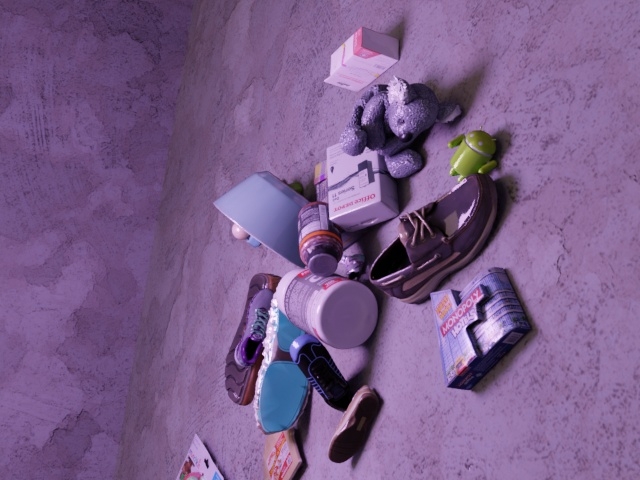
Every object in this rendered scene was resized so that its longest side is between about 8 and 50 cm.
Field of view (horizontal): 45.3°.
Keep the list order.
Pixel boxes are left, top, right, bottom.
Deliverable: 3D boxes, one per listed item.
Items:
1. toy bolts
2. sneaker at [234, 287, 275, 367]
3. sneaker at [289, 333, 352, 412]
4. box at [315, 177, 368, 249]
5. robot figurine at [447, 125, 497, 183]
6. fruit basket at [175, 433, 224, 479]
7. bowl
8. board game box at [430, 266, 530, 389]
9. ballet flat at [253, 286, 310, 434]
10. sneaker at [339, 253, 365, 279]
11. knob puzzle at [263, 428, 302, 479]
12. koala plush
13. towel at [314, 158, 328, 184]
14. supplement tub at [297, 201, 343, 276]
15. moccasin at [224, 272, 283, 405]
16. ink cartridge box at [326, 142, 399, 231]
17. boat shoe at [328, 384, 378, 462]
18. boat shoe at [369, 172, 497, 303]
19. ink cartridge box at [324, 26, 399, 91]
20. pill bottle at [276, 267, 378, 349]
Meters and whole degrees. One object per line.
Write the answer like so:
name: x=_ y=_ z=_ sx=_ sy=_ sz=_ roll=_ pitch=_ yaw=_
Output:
toy bolts: x=-0.184 y=-0.094 z=2.346 sx=0.218 sy=0.158 sz=0.228 roll=33 pitch=108 yaw=62
sneaker: x=-0.162 y=0.236 z=2.065 sx=0.098 sy=0.083 sz=0.223 roll=159 pitch=129 yaw=-73
sneaker: x=0.012 y=0.307 z=1.752 sx=0.081 sy=0.232 sz=0.090 roll=-41 pitch=40 yaw=-9
box: x=0.052 y=-0.094 z=1.998 sx=0.183 sy=0.056 sz=0.231 roll=-38 pitch=46 yaw=51
robot figurine: x=0.303 y=-0.169 z=1.524 sx=0.101 sy=0.067 sz=0.115 roll=48 pitch=125 yaw=27
fruit basket: x=-0.430 y=0.831 z=2.413 sx=0.327 sy=0.165 sz=0.353 roll=28 pitch=101 yaw=63
bowl: x=-0.123 y=-0.077 z=2.117 sx=0.163 sy=0.311 sz=0.311 roll=-54 pitch=29 yaw=3
board game box: x=0.281 y=0.144 z=1.435 sx=0.194 sy=0.060 sz=0.194 roll=-57 pitch=34 yaw=35
ballet flat: x=-0.089 y=0.313 z=2.036 sx=0.147 sy=0.147 sz=0.409 roll=-21 pitch=55 yaw=59
sneaker: x=0.072 y=0.072 z=1.903 sx=0.098 sy=0.038 sz=0.069 roll=-14 pitch=65 yaw=61
knob puzzle: x=-0.103 y=0.569 z=2.031 sx=0.213 sy=0.030 sz=0.213 roll=-35 pitch=49 yaw=54
koala plush: x=0.182 y=-0.279 z=1.688 sx=0.221 sy=0.196 sz=0.203 roll=-25 pitch=46 yaw=62
towel: x=0.006 y=-0.186 z=2.057 sx=0.083 sy=0.009 sz=0.060 roll=-24 pitch=56 yaw=58
supplement tub: x=0.000 y=0.000 z=1.842 sx=0.106 sy=0.106 sz=0.198 roll=-59 pitch=22 yaw=32
moccasin: x=-0.172 y=0.285 z=2.198 sx=0.139 sy=0.147 sz=0.380 roll=0 pitch=74 yaw=48
ink cartridge box: x=0.100 y=-0.143 z=1.839 sx=0.153 sy=0.087 sz=0.208 roll=-20 pitch=58 yaw=31
boat shoe: x=0.073 y=0.413 z=1.733 sx=0.190 sy=0.068 sz=0.072 roll=-59 pitch=18 yaw=13
boat shoe: x=0.219 y=0.002 z=1.541 sx=0.355 sy=0.130 sz=0.132 roll=-56 pitch=33 yaw=36
ink cartridge box: x=0.102 y=-0.467 z=1.999 sx=0.198 sy=0.115 sz=0.067 roll=-28 pitch=55 yaw=56
pill bottle: x=0.005 y=0.153 z=1.859 sx=0.283 sy=0.161 sz=0.161 roll=17 pitch=93 yaw=63
